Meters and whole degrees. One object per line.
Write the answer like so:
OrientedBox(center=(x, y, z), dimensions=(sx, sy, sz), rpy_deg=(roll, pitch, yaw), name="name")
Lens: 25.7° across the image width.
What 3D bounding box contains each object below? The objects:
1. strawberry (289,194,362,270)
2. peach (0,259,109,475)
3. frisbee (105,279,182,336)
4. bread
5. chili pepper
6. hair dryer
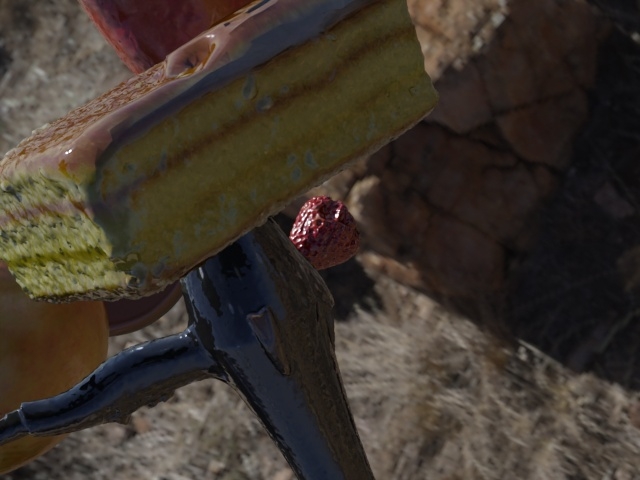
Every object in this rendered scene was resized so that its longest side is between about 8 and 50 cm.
OrientedBox(center=(0.000, 0.000, 1.399), dimensions=(0.073, 0.073, 0.083), rpy_deg=(8, 48, 44), name="strawberry")
OrientedBox(center=(-0.386, 0.110, 1.564), dimensions=(0.332, 0.308, 0.308), rpy_deg=(-40, 43, -10), name="peach")
OrientedBox(center=(-0.279, -0.001, 1.794), dimensions=(0.021, 0.251, 0.251), rpy_deg=(124, 166, -78), name="frisbee")
OrientedBox(center=(-0.072, -0.063, 0.827), dimensions=(0.234, 0.110, 0.184), rpy_deg=(-36, 16, -30), name="bread")
OrientedBox(center=(-0.164, -0.253, 1.821), dimensions=(0.229, 0.305, 0.251), rpy_deg=(-26, 22, -2), name="chili pepper")
OrientedBox(center=(-0.141, 0.150, 1.175), dimensions=(0.359, 0.303, 0.120), rpy_deg=(-22, 14, -3), name="hair dryer")
